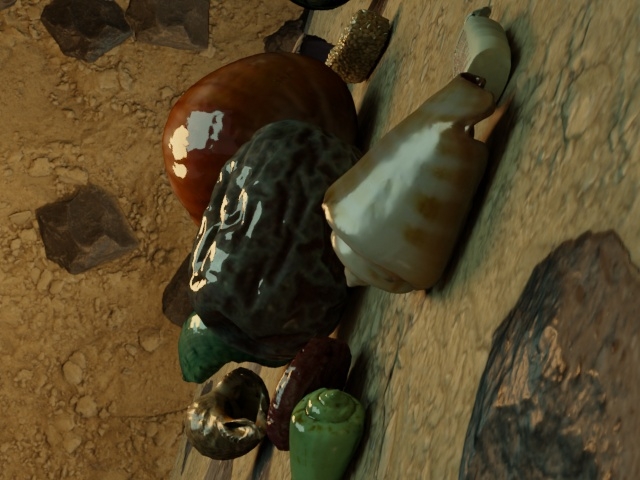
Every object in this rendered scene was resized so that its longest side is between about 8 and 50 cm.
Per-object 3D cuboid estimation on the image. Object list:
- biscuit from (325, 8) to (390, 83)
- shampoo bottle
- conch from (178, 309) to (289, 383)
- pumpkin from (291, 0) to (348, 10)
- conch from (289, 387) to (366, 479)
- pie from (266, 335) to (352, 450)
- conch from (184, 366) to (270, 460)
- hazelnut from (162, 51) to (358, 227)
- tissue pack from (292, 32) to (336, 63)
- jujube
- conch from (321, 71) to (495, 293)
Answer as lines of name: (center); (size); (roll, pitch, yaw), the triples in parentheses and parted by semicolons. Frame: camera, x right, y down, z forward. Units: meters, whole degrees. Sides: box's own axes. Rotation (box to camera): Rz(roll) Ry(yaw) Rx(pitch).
biscuit: (0.063, -0.336, 1.904); (0.168, 0.082, 0.070); (124, 164, -63)
shampoo bottle: (0.160, -0.194, 1.105); (0.152, 0.045, 0.077); (-89, 15, -57)
conch: (-0.127, 0.148, 1.769); (0.196, 0.202, 0.134); (2, 103, 63)
pumpkin: (0.039, -0.588, 2.109); (0.315, 0.238, 0.315); (-50, 14, 17)
conch: (-0.002, 0.227, 1.189); (0.106, 0.079, 0.170); (-58, -12, -65)
pie: (-0.011, 0.176, 1.259); (0.154, 0.036, 0.154); (-47, -30, -39)
conch: (-0.143, 0.283, 1.777); (0.207, 0.130, 0.155); (164, 112, -64)
hazelnut: (-0.091, -0.142, 1.823); (0.372, 0.315, 0.373); (7, 99, 55)
tissue pack: (-0.042, -0.267, 2.284); (0.344, 0.125, 0.242); (-86, 17, -59)
jujube: (-0.047, -0.004, 1.452); (0.226, 0.226, 0.317); (137, 155, -73)
conch: (0.074, -0.052, 1.059); (0.158, 0.127, 0.255); (-91, 17, -62)
